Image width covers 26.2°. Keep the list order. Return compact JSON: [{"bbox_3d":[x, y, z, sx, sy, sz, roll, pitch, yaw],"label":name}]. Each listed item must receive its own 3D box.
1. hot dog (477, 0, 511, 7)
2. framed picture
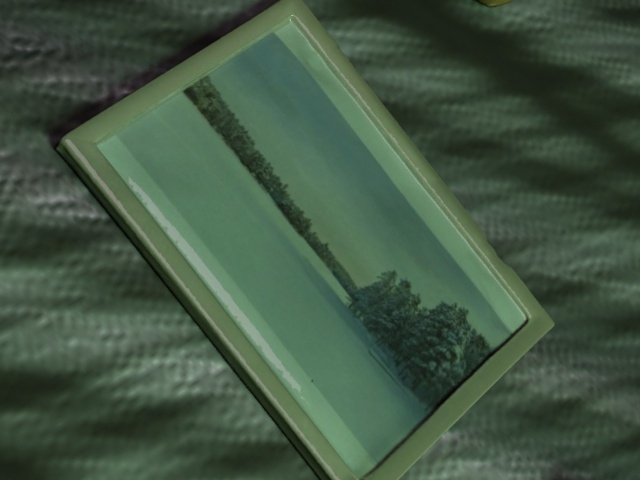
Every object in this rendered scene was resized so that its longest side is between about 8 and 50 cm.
[{"bbox_3d":[0.089,-0.227,0.995,0.140,0.060,0.090,23,65,-10],"label":"hot dog"},{"bbox_3d":[0.000,0.000,0.877,0.213,0.016,0.289,-38,90,-34],"label":"framed picture"}]
